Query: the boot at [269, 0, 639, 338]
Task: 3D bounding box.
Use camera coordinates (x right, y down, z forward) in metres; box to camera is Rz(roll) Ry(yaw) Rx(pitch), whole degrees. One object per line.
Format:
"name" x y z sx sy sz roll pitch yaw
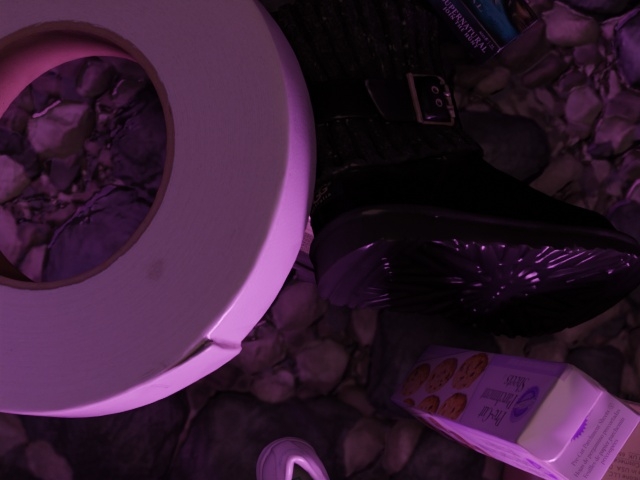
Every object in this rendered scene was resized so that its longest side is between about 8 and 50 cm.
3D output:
"boot" 0.114 -0.068 1.011 0.348 0.131 0.260 12 49 -35

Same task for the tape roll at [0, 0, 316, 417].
"tape roll" -0.193 -0.058 0.912 0.392 0.072 0.391 -3 80 16

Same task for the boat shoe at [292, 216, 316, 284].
"boat shoe" -0.001 0.000 1.016 0.224 0.080 0.073 29 123 -21

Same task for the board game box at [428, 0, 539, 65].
"board game box" 0.110 -0.246 1.038 0.026 0.126 0.186 -38 92 34

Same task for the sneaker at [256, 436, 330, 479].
"sneaker" 0.006 0.266 0.976 0.080 0.094 0.212 -26 89 -12

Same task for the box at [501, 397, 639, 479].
"box" 0.210 0.285 0.981 0.121 0.148 0.311 14 81 -6

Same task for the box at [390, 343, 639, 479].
"box" 0.131 0.125 0.894 0.063 0.324 0.067 36 82 -7
